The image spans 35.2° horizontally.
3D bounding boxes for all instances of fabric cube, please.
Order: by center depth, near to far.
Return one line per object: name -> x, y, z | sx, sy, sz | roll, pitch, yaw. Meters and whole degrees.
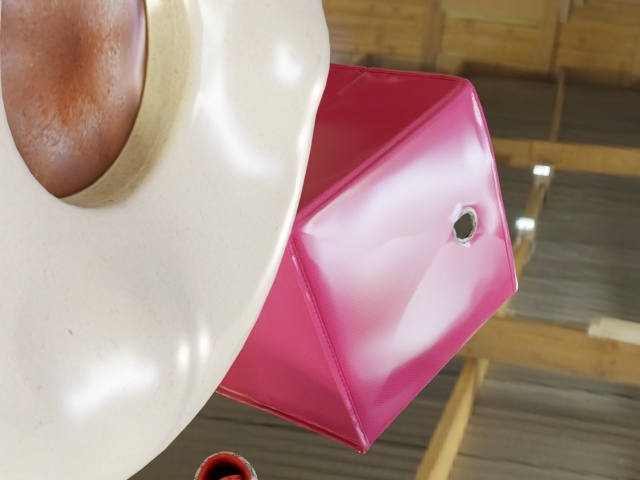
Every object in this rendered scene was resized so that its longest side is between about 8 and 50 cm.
fabric cube -> 0.000, 0.000, 0.980 | 0.259, 0.254, 0.258 | 14, -137, 42

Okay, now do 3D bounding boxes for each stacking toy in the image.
stacking toy -> -0.267, -0.095, 0.439 | 0.480, 0.350, 0.350 | 8, -162, 22

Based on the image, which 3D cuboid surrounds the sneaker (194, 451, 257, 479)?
sneaker -> -0.096, 0.382, 1.210 | 0.090, 0.145, 0.270 | -16, -140, -3
